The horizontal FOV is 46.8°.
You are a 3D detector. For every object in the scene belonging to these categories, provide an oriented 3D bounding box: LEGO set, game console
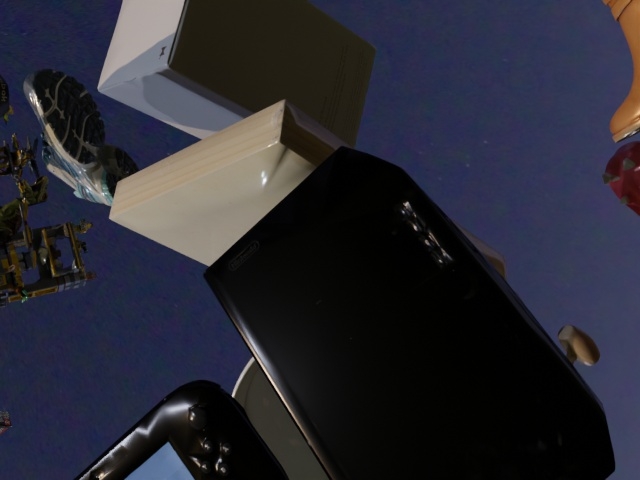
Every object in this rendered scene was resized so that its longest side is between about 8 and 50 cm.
[{"bbox_3d":[-0.431,-0.053,1.076,0.192,0.255,0.331,-13,-110,-25],"label":"LEGO set"},{"bbox_3d":[-0.040,0.134,0.415,0.361,0.213,0.044,-42,-23,15],"label":"game console"}]

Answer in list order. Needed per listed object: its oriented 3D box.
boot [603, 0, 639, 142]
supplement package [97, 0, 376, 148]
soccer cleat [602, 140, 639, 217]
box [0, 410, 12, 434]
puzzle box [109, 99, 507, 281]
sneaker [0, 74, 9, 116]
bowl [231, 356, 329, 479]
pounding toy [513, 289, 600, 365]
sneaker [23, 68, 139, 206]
[{"bbox_3d":[0.311,-0.207,0.712,0.073,0.152,0.197,-22,-26,-53],"label":"boot"},{"bbox_3d":[-0.099,-0.224,0.956,0.293,0.177,0.175,22,-104,-40],"label":"supplement package"},{"bbox_3d":[0.449,-0.017,0.917,0.095,0.083,0.248,-28,-99,-31],"label":"soccer cleat"},{"bbox_3d":[-0.520,0.285,1.042,0.137,0.027,0.094,-37,-27,16],"label":"box"},{"bbox_3d":[0.000,0.000,0.870,0.409,0.272,0.052,30,-126,-41],"label":"puzzle box"},{"bbox_3d":[-0.443,-0.110,0.801,0.124,0.283,0.107,-16,-89,-56],"label":"sneaker"},{"bbox_3d":[0.027,0.206,0.965,0.297,0.134,0.298,-2,-75,-7],"label":"bowl"},{"bbox_3d":[0.220,0.162,0.995,0.269,0.155,0.154,-32,-75,20],"label":"pounding toy"},{"bbox_3d":[-0.408,-0.150,1.187,0.283,0.122,0.110,69,-151,-49],"label":"sneaker"}]
